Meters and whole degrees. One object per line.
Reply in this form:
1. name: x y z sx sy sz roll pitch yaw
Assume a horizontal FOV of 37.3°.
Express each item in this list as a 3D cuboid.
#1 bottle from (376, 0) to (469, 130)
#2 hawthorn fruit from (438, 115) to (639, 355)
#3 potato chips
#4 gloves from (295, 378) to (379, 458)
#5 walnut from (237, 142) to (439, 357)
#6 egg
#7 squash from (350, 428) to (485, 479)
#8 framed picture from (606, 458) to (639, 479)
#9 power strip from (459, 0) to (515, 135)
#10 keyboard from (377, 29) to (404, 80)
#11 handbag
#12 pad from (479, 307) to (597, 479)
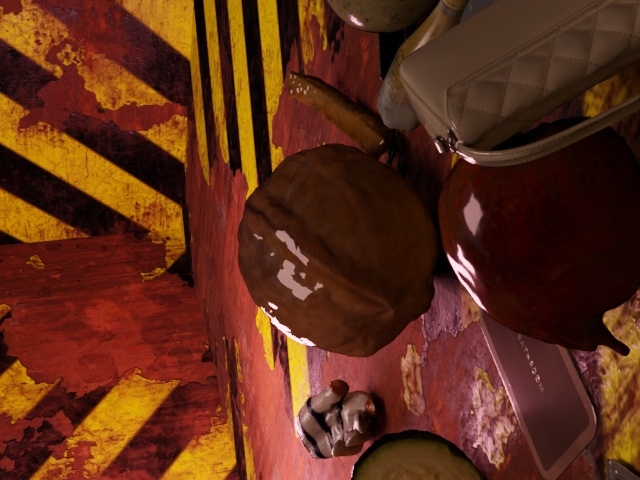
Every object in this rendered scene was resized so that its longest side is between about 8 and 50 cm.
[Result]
1. bottle: 0.149 -0.255 1.311 0.269 0.083 0.083 117 143 -56
2. hawthorn fruit: 0.234 0.005 0.937 0.248 0.208 0.208 69 161 7
3. potato chips: 0.046 -0.218 1.676 0.407 0.080 0.057 47 128 56
4. gloves: 0.048 0.350 1.833 0.219 0.131 0.140 -29 62 39
5. walnut: 0.031 0.020 1.446 0.344 0.306 0.306 -128 35 -54
6. egg: 0.090 -0.397 1.293 0.177 0.177 0.228 -146 69 -69
7. squash: 0.128 0.395 1.373 0.133 0.220 0.220 117 144 -55
8. framed picture: 0.359 0.353 0.937 0.252 0.014 0.197 -149 55 -70
9. power strip: 0.211 -0.218 1.177 0.137 0.044 0.215 -118 28 -53
10. keyboard: 0.097 -0.434 1.426 0.103 0.041 0.381 -23 -74 -62
11. handbag: 0.213 -0.156 0.879 0.079 0.256 0.219 58 -179 -39
12. pad: 0.266 0.155 1.197 0.176 0.002 0.266 106 152 -52
